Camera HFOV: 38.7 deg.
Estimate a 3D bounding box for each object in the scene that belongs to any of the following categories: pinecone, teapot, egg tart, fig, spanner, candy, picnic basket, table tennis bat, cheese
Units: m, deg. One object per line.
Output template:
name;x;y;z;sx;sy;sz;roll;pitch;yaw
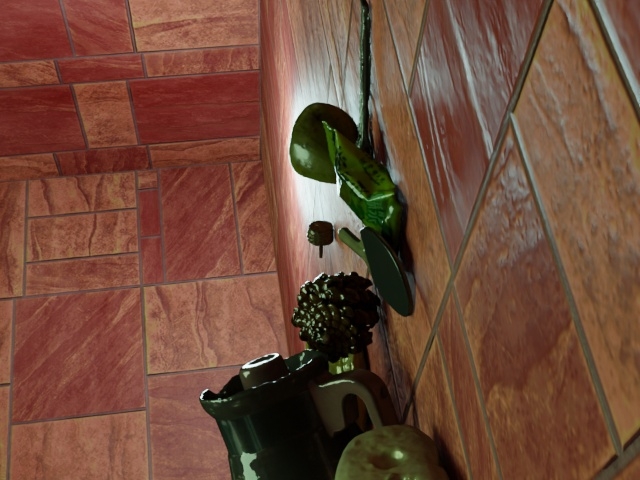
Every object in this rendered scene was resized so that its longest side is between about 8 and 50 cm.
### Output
pinecone;0.035;0.127;1.643;0.173;0.173;0.174;175;90;-83
teapot;-0.014;0.365;1.536;0.305;0.376;0.362;-27;-84;-51
egg tart;0.033;0.289;1.956;0.290;0.115;0.291;173;90;-84
fig;0.012;-0.169;1.708;0.154;0.144;0.166;-49;42;27
spanner;0.074;-0.246;1.550;0.093;0.026;0.326;-106;14;-62
candy;0.073;-0.085;1.462;0.246;0.069;0.149;52;161;33
picnic basket;0.000;0.000;2.182;0.072;0.072;0.083;-106;11;-56
table tennis bat;0.084;0.034;1.448;0.246;0.022;0.138;-135;27;-60
cheese;0.102;0.364;1.207;0.248;0.173;0.252;101;167;-72
